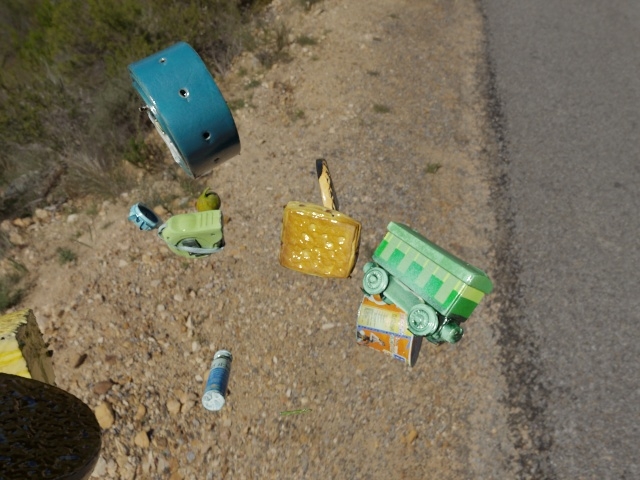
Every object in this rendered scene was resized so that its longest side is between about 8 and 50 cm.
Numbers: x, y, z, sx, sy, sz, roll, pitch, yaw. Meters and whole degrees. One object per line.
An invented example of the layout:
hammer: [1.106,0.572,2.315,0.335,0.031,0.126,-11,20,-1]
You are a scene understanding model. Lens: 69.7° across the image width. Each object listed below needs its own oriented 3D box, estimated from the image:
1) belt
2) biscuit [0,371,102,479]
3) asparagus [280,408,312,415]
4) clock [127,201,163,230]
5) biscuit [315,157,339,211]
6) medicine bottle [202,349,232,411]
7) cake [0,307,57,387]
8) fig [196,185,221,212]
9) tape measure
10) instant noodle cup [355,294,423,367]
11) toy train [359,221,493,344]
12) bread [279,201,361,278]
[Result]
belt: [-0.341,-0.314,1.154,0.173,0.300,0.436,-30,16,-9]
biscuit: [-0.514,0.287,0.643,0.395,0.070,0.350,24,2,-30]
asparagus: [-0.081,0.585,1.571,0.115,0.015,0.014,0,92,-15]
clock: [-0.599,-0.076,1.560,0.045,0.147,0.108,-45,100,6]
biscuit: [0.029,-0.143,1.494,0.040,0.204,0.308,-13,68,6]
medicine bottle: [-0.237,0.320,1.070,0.051,0.051,0.191,4,15,-7]
cake: [-0.779,0.346,1.106,0.228,0.285,0.222,-17,14,-19]
fig: [-0.368,-0.126,1.495,0.084,0.098,0.082,-39,62,-5]
tape measure: [-0.387,-0.012,1.417,0.200,0.175,0.106,-8,55,-3]
instant noodle cup: [0.264,0.300,1.697,0.214,0.296,0.296,10,48,20]
toy train: [0.231,0.099,1.070,0.120,0.202,0.301,25,10,-45]
bread: [0.000,0.000,1.320,0.235,0.210,0.099,13,26,13]
